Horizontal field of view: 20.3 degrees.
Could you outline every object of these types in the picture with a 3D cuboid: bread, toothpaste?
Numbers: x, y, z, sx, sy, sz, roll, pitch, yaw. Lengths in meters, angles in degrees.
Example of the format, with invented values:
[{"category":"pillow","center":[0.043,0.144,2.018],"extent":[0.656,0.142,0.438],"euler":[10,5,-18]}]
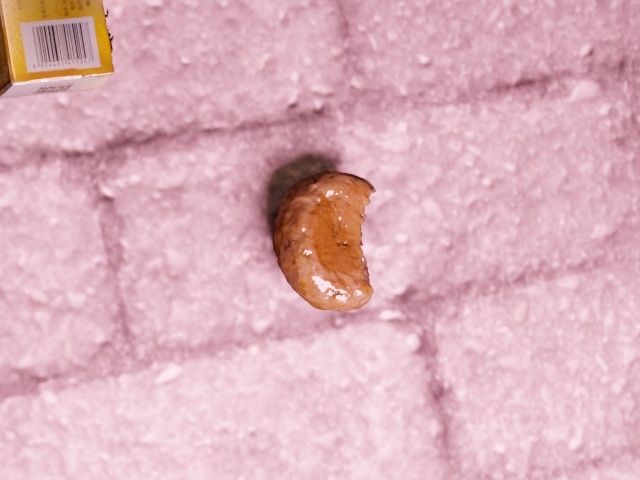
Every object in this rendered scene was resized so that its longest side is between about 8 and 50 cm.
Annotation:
[{"category":"bread","center":[0.000,0.000,1.417],"extent":[0.082,0.060,0.113],"euler":[9,78,-22]},{"category":"toothpaste","center":[-0.227,-0.268,1.354],"extent":[0.089,0.071,0.312],"euler":[-8,87,-21]}]
